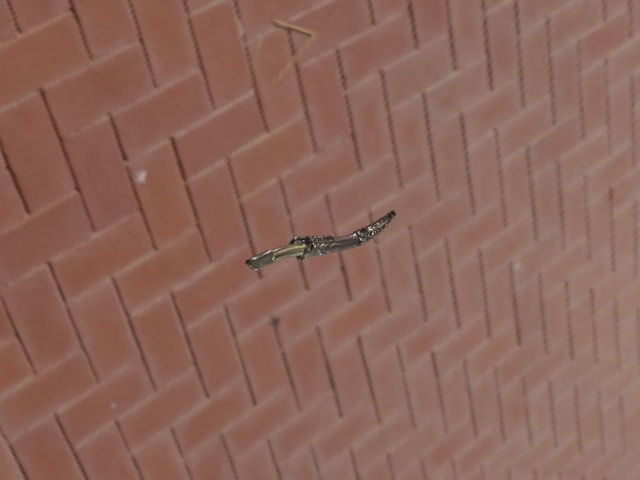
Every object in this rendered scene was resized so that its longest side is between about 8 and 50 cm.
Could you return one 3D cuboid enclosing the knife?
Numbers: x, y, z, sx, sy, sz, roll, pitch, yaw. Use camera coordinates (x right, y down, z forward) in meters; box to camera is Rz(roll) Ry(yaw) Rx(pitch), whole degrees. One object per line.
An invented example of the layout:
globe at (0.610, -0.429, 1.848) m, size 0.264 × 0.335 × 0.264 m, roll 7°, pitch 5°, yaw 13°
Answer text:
knife at (-0.002, 0.004, 1.226) m, size 0.222 × 0.021 × 0.045 m, roll -17°, pitch 146°, yaw -39°
